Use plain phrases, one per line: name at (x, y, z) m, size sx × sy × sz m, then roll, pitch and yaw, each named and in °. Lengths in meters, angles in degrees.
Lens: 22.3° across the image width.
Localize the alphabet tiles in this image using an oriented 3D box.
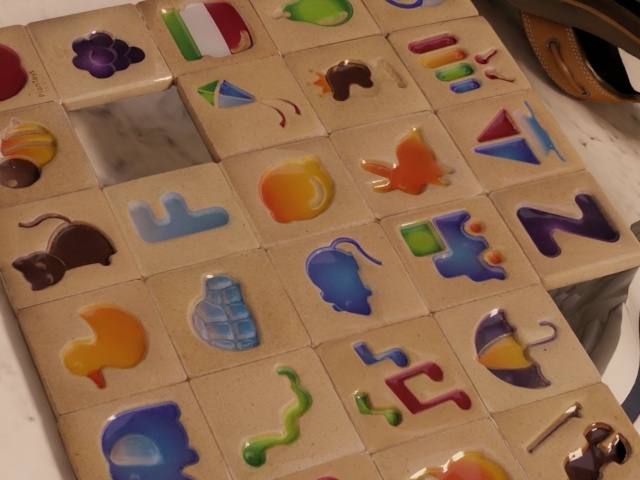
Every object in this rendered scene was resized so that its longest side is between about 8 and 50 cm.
alphabet tiles at (0.000, 0.000, 0.511) m, size 0.198 × 0.009 × 0.237 m, roll -14°, pitch 54°, yaw -21°

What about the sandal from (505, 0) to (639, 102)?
sandal at (0.135, -0.111, 0.866) m, size 0.219 × 0.060 × 0.090 m, roll 29°, pitch 22°, yaw 12°

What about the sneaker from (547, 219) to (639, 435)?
sneaker at (0.121, 0.056, 0.605) m, size 0.095 × 0.090 × 0.235 m, roll 51°, pitch 33°, yaw -5°

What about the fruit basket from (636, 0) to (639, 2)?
fruit basket at (0.194, -0.253, 0.855) m, size 0.392 × 0.283 × 0.392 m, roll 15°, pitch 9°, yaw -2°
